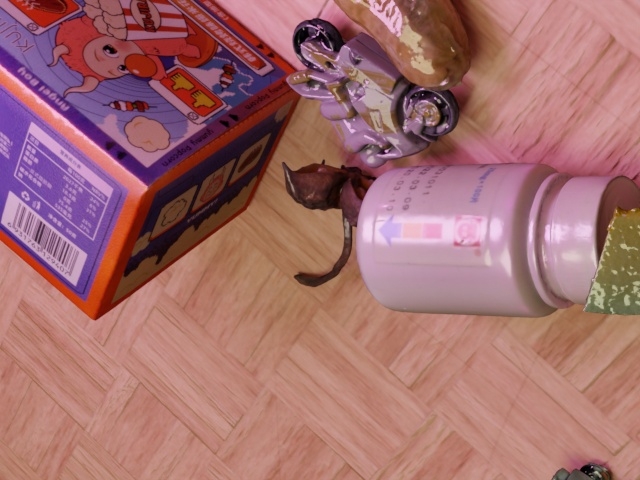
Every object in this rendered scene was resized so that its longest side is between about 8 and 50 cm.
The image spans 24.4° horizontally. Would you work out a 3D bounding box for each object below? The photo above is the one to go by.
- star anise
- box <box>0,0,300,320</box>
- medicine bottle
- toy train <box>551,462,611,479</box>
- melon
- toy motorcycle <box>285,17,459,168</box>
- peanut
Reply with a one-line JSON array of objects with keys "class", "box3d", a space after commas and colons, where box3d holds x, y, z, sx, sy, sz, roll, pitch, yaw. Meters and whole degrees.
[{"class": "star anise", "box3d": [0.000, 0.000, 1.803, 0.148, 0.218, 0.227, 5, 116, -14]}, {"class": "box", "box3d": [-0.266, -0.156, 1.781, 0.348, 0.318, 0.257, 40, 135, 12]}, {"class": "medicine bottle", "box3d": [0.197, -0.001, 1.614, 0.293, 0.170, 0.170, 0, 117, 36]}, {"class": "toy train", "box3d": [0.348, 0.352, 1.798, 0.176, 0.074, 0.118, 33, 137, 14]}, {"class": "melon", "box3d": [0.375, 0.004, 1.421, 0.261, 0.053, 0.114, -12, 101, 20]}, {"class": "toy motorcycle", "box3d": [0.054, -0.155, 1.701, 0.225, 0.073, 0.152, 31, 135, 19]}, {"class": "peanut", "box3d": [0.083, -0.252, 1.607, 0.214, 0.099, 0.099, 45, 136, 15]}]
